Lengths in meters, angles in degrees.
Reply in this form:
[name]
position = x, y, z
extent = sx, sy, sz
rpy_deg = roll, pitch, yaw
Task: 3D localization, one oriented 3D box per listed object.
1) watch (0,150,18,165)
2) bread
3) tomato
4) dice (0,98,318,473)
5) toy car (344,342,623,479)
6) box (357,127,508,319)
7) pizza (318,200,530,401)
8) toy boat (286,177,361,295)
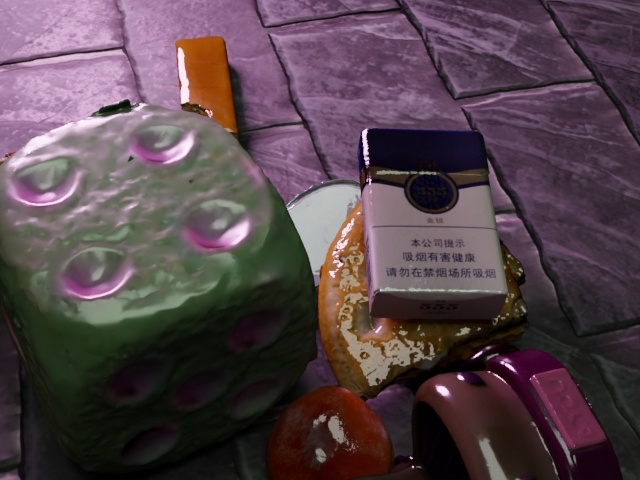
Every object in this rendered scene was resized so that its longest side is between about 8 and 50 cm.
[watch]
position = -0.382, -0.057, 1.427
extent = 0.165, 0.102, 0.268
rpy_deg = 31, 36, -2
[bread]
position = -0.183, -0.237, 1.661
extent = 0.088, 0.049, 0.226
rpy_deg = -4, 51, -7
[tomato]
position = 0.003, 0.246, 1.213
extent = 0.156, 0.069, 0.155
rpy_deg = -4, 74, 13
[dice]
position = -0.204, 0.056, 1.231
extent = 0.330, 0.318, 0.322
rpy_deg = -23, 56, -21
[toy car]
position = 0.137, 0.272, 1.056
extent = 0.240, 0.340, 0.271
rpy_deg = -8, 49, -21
[box]
position = 0.137, -0.026, 1.320
extent = 0.168, 0.071, 0.259
rpy_deg = 0, 57, -6
[pizza]
position = 0.140, 0.052, 1.371
extent = 0.278, 0.114, 0.408
rpy_deg = 18, 60, 0
[toy boat]
position = 0.000, 0.000, 1.465
extent = 0.134, 0.079, 0.207
rpy_deg = 36, 65, 16
